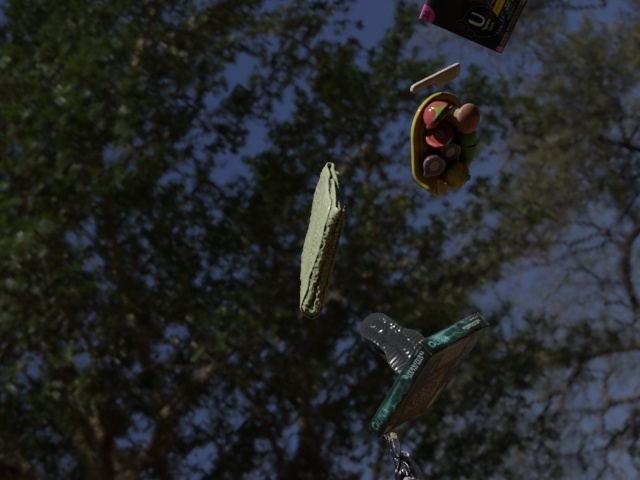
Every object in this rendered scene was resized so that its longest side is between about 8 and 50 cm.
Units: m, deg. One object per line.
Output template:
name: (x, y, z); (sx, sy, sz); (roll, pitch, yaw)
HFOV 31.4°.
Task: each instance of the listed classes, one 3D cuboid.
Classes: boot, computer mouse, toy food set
boot: (0.161, 0.213, 1.950); (0.077, 0.198, 0.137); (-39, -53, -4)
computer mouse: (0.162, 0.441, 2.153); (0.042, 0.106, 0.193); (-26, -41, 4)
toy food set: (0.219, -0.175, 1.911); (0.128, 0.071, 0.218); (-22, -62, -34)

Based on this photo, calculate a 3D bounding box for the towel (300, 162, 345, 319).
towel: (0.000, 0.000, 1.240); (0.027, 0.110, 0.148); (8, -59, -7)

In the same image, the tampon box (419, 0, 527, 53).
tampon box: (0.274, -0.427, 1.989); (0.101, 0.161, 0.120); (-66, -2, -47)

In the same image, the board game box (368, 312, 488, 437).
board game box: (0.146, 0.185, 1.560); (0.126, 0.026, 0.186); (-21, -32, -42)
